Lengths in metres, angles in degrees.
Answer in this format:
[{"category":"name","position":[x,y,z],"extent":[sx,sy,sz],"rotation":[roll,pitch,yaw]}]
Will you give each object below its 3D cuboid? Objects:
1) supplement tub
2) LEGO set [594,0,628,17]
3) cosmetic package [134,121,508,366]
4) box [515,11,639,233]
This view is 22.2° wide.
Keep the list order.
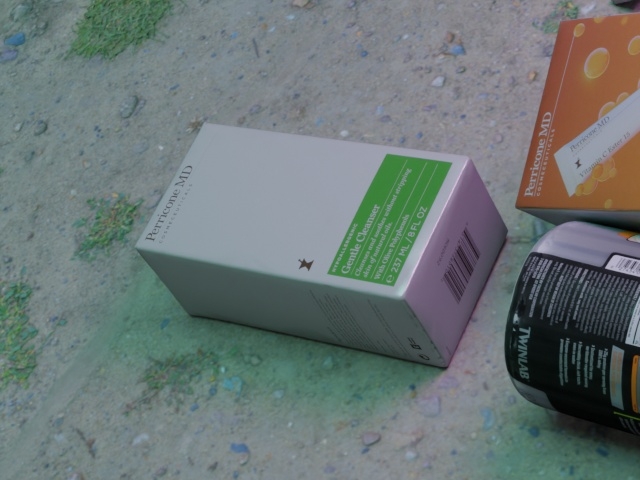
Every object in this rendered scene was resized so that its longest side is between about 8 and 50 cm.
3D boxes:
[{"category":"supplement tub","position":[0.352,0.101,1.556],"extent":[0.316,0.193,0.193],"rotation":[15,61,35]},{"category":"LEGO set","position":[0.370,-0.246,1.918],"extent":[0.244,0.060,0.182],"rotation":[-50,16,-12]},{"category":"cosmetic package","position":[0.000,0.000,1.853],"extent":[0.365,0.155,0.197],"rotation":[9,61,32]},{"category":"box","position":[0.388,-0.103,1.611],"extent":[0.345,0.168,0.215],"rotation":[2,75,54]}]
